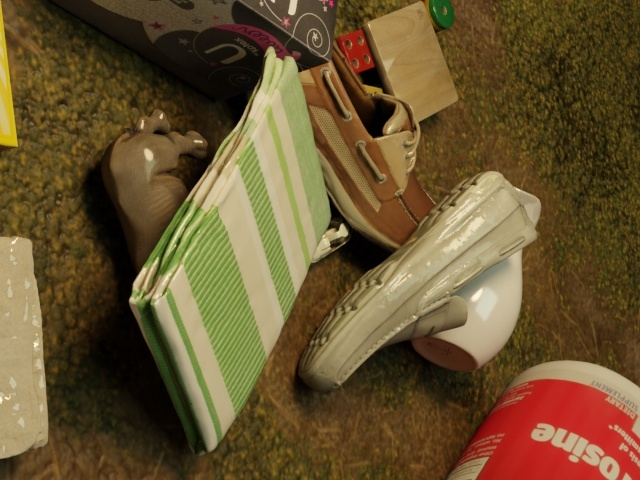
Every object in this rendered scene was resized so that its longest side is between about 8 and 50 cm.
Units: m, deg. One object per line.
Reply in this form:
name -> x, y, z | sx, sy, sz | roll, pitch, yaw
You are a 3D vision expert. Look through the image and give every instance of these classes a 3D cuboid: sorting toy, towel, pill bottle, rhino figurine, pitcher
sorting toy -> 0.093, -0.207, 1.623 | 0.274, 0.046, 0.132 | -32, 103, -51
towel -> -0.073, 0.011, 1.255 | 0.248, 0.038, 0.325 | 76, 30, -46
pill bottle -> 0.229, 0.330, 1.467 | 0.407, 0.229, 0.229 | -47, 114, -47
rhino figurine -> -0.139, 0.003, 1.253 | 0.106, 0.073, 0.243 | -32, 110, -55
towel -> -0.330, 0.082, 1.013 | 0.282, 0.049, 0.187 | 5, 76, -48
pitcher -> 0.180, 0.056, 1.593 | 0.178, 0.125, 0.207 | 92, 21, -64

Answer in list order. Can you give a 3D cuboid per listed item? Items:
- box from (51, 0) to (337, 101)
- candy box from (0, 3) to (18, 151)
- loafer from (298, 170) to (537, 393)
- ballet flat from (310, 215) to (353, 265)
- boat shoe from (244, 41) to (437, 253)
box -> -0.118, -0.259, 1.290 | 0.247, 0.163, 0.142 | 28, 59, -42
candy box -> -0.308, -0.180, 1.130 | 0.105, 0.027, 0.206 | 3, 77, -63
loafer -> 0.110, 0.057, 1.432 | 0.319, 0.112, 0.111 | -43, 98, -16
ballet flat -> 0.000, 0.000, 1.449 | 0.114, 0.041, 0.041 | -33, 104, -50
boat shoe -> 0.054, -0.099, 1.462 | 0.324, 0.116, 0.123 | 42, 26, -35
